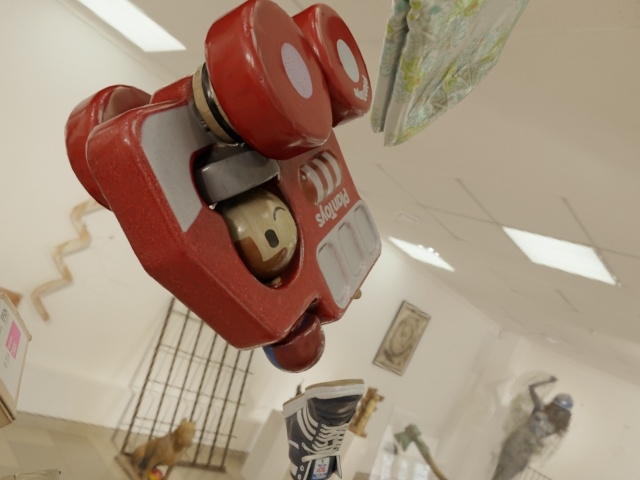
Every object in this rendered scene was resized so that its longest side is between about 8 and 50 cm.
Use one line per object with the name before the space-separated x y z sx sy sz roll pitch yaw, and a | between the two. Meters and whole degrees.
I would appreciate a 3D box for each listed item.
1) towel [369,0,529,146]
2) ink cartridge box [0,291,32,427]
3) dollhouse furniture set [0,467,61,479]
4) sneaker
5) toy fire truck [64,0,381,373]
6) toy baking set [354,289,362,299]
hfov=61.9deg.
towel | 0.239 -0.360 0.947 0.090 0.320 0.374 45 -19 18
ink cartridge box | -0.484 0.174 0.661 0.234 0.193 0.088 33 -37 62
dollhouse furniture set | -0.438 0.425 0.717 0.129 0.184 0.129 -31 -28 28
sneaker | 0.010 0.335 0.922 0.099 0.153 0.282 2 -26 -21
toy fire truck | -0.036 -0.037 0.441 0.254 0.169 0.302 65 26 -13
toy baking set | 0.001 0.007 0.850 0.030 0.197 0.256 2 -11 -30
